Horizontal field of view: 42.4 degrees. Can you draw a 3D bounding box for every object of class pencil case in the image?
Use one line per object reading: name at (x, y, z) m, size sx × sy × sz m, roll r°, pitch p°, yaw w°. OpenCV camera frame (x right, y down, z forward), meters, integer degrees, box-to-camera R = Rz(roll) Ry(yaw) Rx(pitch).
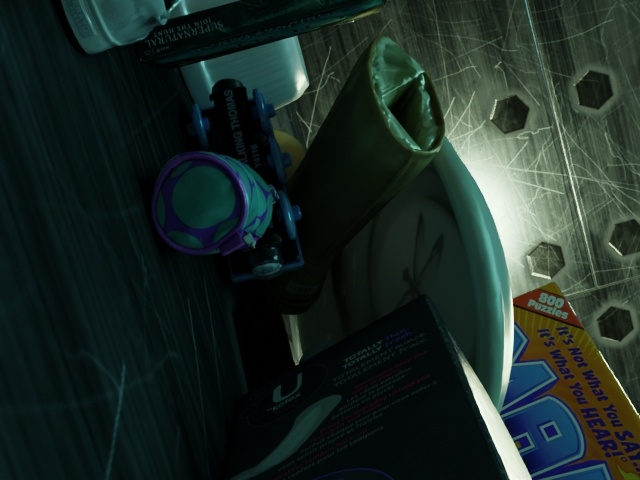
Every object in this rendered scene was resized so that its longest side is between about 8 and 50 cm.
pencil case at (-0.069, -0.024, 0.569) m, size 0.070 × 0.064 × 0.151 m, roll 58°, pitch 4°, yaw 0°

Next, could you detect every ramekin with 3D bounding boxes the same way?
ramekin at (-0.085, -0.221, 0.833) m, size 0.207 × 0.109 × 0.207 m, roll -16°, pitch 90°, yaw -87°

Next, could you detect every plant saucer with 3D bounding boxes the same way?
plant saucer at (0.090, 0.060, 0.828) m, size 0.400 × 0.100 × 0.400 m, roll 177°, pitch -90°, yaw -67°

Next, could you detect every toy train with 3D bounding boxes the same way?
toy train at (-0.061, -0.048, 0.715) m, size 0.105 × 0.080 × 0.184 m, roll 82°, pitch -6°, yaw -70°

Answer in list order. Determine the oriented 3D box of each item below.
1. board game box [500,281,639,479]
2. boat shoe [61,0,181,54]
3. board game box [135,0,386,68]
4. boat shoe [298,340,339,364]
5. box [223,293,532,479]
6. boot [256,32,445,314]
board game box at (0.246, 0.345, 1.155) m, size 0.356 × 0.356 × 0.356 m, roll 69°, pitch -2°, yaw -55°
boat shoe at (-0.112, -0.161, 0.515) m, size 0.184 × 0.063 × 0.066 m, roll -92°, pitch 166°, yaw -74°
board game box at (-0.043, -0.172, 0.649) m, size 0.126 × 0.186 × 0.026 m, roll -80°, pitch 156°, yaw -81°
boat shoe at (0.049, 0.197, 0.741) m, size 0.076 × 0.083 × 0.226 m, roll 53°, pitch 17°, yaw -69°
box at (0.043, 0.166, 0.485) m, size 0.143 × 0.165 × 0.270 m, roll 59°, pitch 7°, yaw -13°
boot at (0.010, -0.086, 0.775) m, size 0.269 × 0.089 × 0.236 m, roll 124°, pitch -40°, yaw -47°
